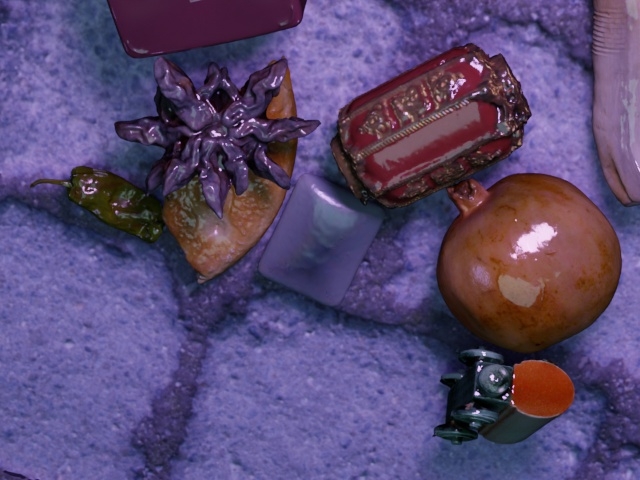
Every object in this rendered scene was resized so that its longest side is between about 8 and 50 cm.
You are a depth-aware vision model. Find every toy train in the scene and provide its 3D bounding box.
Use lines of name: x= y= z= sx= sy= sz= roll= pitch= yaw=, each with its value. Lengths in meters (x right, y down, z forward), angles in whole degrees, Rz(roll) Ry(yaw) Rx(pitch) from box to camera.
toy train: x=0.264 y=0.234 z=2.030 sx=0.177 sy=0.285 sz=0.116 roll=8 pitch=71 yaw=-3

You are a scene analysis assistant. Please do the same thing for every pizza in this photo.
pizza: x=-0.133 y=-0.101 z=2.020 sx=0.182 sy=0.074 sz=0.365 roll=14 pitch=112 yaw=-3

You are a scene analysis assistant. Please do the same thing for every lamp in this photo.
lamp: x=0.149 y=-0.156 z=1.930 sx=0.274 sy=0.177 sz=0.177 roll=-26 pitch=107 yaw=15

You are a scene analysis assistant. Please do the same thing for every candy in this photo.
candy: x=0.000 y=0.000 z=2.049 sx=0.138 sy=0.071 sz=0.174 roll=25 pitch=110 yaw=-4

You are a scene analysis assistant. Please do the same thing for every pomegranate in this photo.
pomegranate: x=0.276 y=0.018 z=1.952 sx=0.252 sy=0.229 sz=0.270 roll=-36 pitch=97 yaw=6

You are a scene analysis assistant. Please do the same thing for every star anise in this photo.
star anise: x=-0.140 y=-0.145 z=1.904 sx=0.282 sy=0.129 sz=0.212 roll=2 pitch=103 yaw=-4

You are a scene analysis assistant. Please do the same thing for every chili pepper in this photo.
chili pepper: x=-0.318 y=-0.067 z=2.050 sx=0.204 sy=0.073 sz=0.072 roll=29 pitch=93 yaw=-19

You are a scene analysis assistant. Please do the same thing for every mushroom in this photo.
mushroom: x=0.414 y=-0.217 z=1.905 sx=0.095 sy=0.123 sz=0.351 roll=-11 pitch=105 yaw=-6

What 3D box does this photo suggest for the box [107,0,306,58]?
box: x=-0.151 y=-0.358 z=1.856 sx=0.294 sy=0.167 sz=0.193 roll=-10 pitch=123 yaw=9
